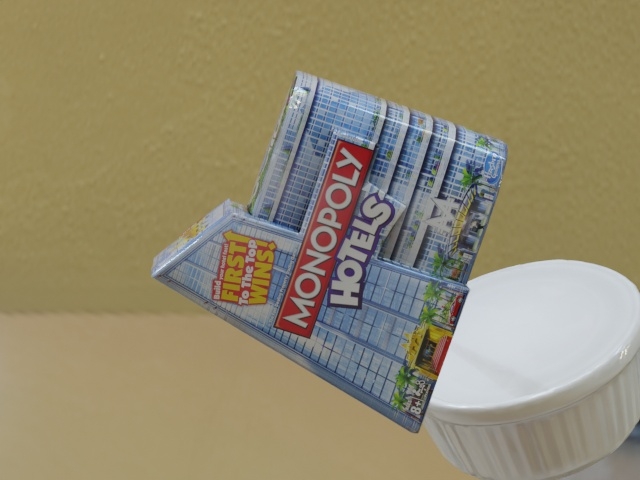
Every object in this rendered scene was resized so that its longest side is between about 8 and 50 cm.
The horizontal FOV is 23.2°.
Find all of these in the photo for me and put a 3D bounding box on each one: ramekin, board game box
[{"bbox_3d":[0.221,0.145,1.661,0.273,0.273,0.127,-12,-63,14],"label":"ramekin"},{"bbox_3d":[0.000,0.000,0.993,0.194,0.060,0.194,17,-82,-7],"label":"board game box"}]
